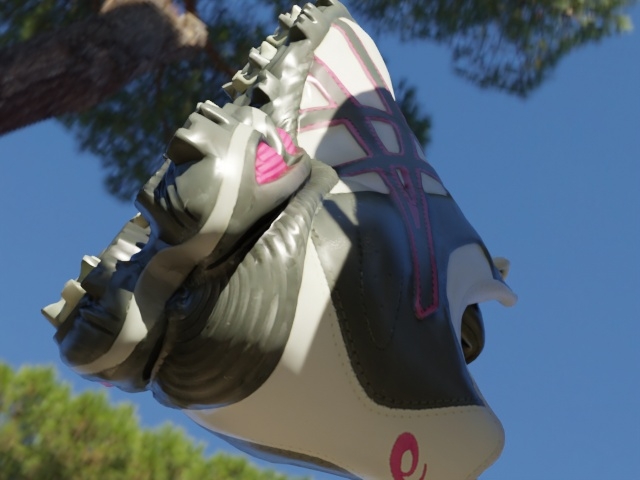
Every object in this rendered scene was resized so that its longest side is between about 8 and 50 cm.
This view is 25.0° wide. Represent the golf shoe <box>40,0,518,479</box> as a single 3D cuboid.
[{"bbox_3d":[0.000,0.000,0.483,0.120,0.273,0.105,34,-69,-6],"label":"golf shoe"}]
